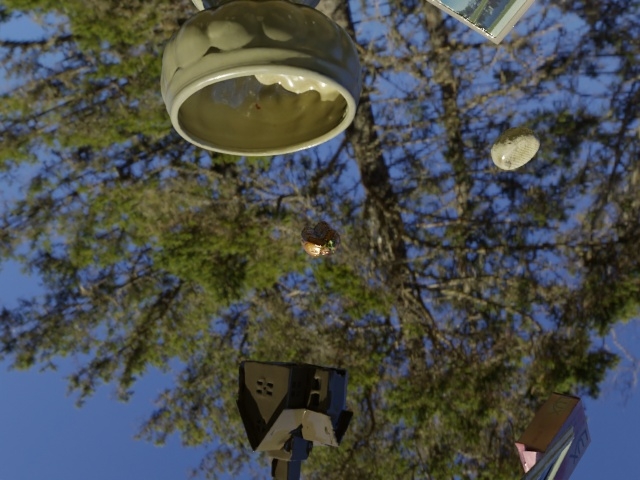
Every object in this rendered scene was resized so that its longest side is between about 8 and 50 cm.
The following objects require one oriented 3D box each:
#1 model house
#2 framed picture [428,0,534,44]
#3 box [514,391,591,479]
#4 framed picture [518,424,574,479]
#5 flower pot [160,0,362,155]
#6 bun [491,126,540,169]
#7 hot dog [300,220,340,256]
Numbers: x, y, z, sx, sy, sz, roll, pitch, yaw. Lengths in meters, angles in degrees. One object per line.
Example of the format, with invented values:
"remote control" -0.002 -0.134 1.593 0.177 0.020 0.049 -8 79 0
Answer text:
"model house" -0.040 0.375 1.452 0.204 0.211 0.244 -1 -100 40
"framed picture" 0.194 -0.297 0.823 0.109 0.149 0.011 31 -111 -2
"box" 0.408 0.353 1.243 0.060 0.111 0.156 7 -143 46
"framed picture" 0.280 0.401 1.022 0.018 0.231 0.293 28 -161 28
"flower pot" -0.086 -0.289 1.073 0.307 0.307 0.244 -7 -106 11
"bun" 0.329 -0.162 1.223 0.086 0.086 0.055 -25 -122 -10
"hot dog" 0.000 0.000 0.910 0.049 0.037 0.122 -17 -171 -1
